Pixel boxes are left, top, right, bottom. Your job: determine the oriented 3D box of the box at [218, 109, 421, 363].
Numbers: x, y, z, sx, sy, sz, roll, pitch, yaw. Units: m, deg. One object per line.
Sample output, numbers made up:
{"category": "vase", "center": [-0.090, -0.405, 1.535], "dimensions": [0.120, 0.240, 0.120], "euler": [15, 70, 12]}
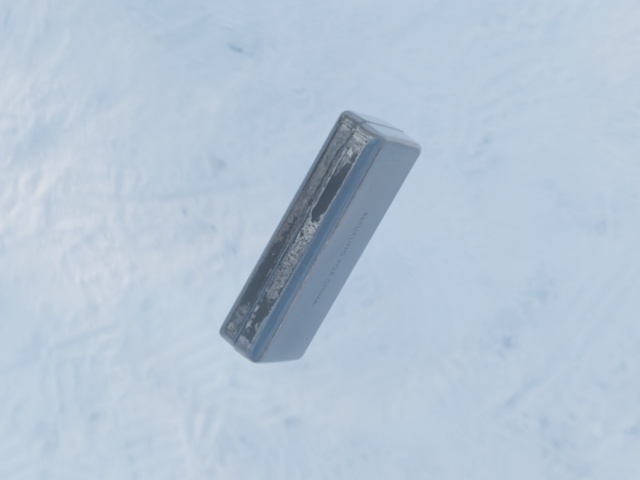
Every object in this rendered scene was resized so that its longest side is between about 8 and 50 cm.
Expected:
{"category": "box", "center": [0.000, 0.000, 1.212], "dimensions": [0.055, 0.103, 0.244], "euler": [37, 105, 25]}
